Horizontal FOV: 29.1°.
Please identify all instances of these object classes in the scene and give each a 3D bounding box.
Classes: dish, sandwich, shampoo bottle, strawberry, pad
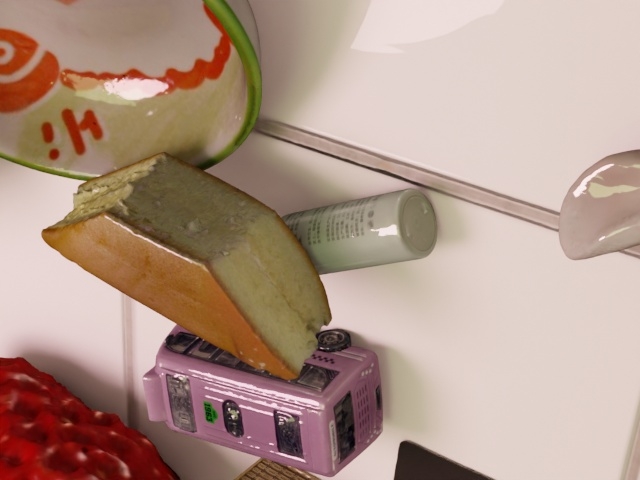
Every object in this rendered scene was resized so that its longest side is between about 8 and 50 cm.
[{"bbox_3d":[-0.192,-0.185,0.943,0.324,0.124,0.324,9,149,5],"label":"dish"},{"bbox_3d":[-0.106,0.005,0.960,0.258,0.094,0.096,26,138,17],"label":"sandwich"},{"bbox_3d":[0.000,0.000,0.993,0.195,0.056,0.056,-10,109,39],"label":"shampoo bottle"},{"bbox_3d":[-0.273,0.263,1.219,0.345,0.295,0.317,66,-175,35],"label":"strawberry"},{"bbox_3d":[0.131,0.244,1.073,0.157,0.003,0.112,22,125,23],"label":"pad"}]

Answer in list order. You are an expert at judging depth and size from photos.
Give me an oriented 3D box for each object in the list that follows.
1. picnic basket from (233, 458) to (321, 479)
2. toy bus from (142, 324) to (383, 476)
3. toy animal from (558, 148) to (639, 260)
[{"bbox_3d":[-0.049,0.275,1.110,0.115,0.164,0.079,24,117,22],"label":"picnic basket"},{"bbox_3d":[-0.051,0.130,1.063,0.199,0.108,0.096,11,120,30],"label":"toy bus"},{"bbox_3d":[0.306,-0.007,0.720,0.208,0.154,0.325,39,156,-17],"label":"toy animal"}]
